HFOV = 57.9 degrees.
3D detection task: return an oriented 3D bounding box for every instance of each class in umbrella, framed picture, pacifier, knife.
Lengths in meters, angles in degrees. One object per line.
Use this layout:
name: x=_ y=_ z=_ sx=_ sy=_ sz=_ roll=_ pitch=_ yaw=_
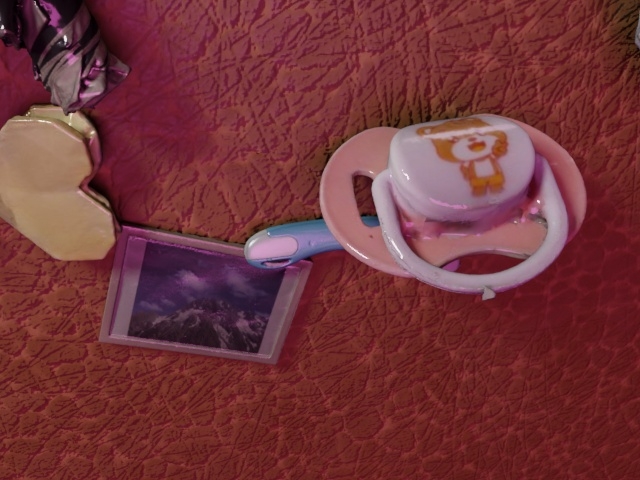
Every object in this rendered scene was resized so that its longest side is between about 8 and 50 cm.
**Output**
umbrella: x=-0.314 y=-0.296 z=0.559 sx=0.106 sy=0.113 sz=0.357 roll=-34 pitch=120 yaw=-23
framed picture: x=-0.170 y=0.087 z=0.860 sx=0.281 sy=0.019 sz=0.208 roll=10 pitch=117 yaw=-17
pacifier: x=0.164 y=-0.052 z=0.742 sx=0.332 sy=0.273 sz=0.220 roll=-8 pitch=93 yaw=-5
knife: x=0.000 y=0.000 z=0.834 sx=0.222 sy=0.031 sz=0.064 roll=-8 pitch=107 yaw=-13

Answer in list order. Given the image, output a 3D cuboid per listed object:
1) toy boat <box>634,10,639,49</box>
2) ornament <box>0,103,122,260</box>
toy boat: x=0.444 y=-0.304 z=0.685 sx=0.100 sy=0.199 sz=0.290 roll=13 pitch=122 yaw=19
ornament: x=-0.350 y=-0.064 z=0.716 sx=0.180 sy=0.059 sz=0.201 roll=-1 pitch=122 yaw=2
